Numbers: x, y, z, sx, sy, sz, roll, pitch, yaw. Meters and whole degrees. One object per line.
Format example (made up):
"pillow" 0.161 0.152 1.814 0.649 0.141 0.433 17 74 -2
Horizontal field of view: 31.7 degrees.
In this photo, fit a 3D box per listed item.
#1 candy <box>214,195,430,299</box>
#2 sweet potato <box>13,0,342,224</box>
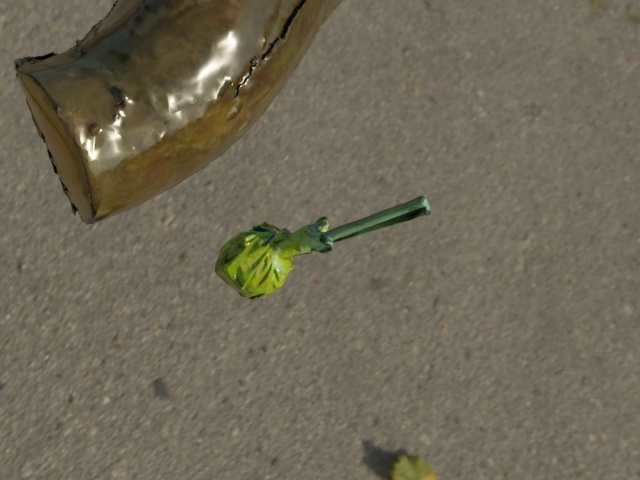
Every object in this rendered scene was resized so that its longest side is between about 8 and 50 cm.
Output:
"candy" 0.000 -0.003 1.117 0.073 0.262 0.077 54 42 -21
"sweet potato" -0.036 -0.113 0.478 0.085 0.112 0.285 39 40 -10
